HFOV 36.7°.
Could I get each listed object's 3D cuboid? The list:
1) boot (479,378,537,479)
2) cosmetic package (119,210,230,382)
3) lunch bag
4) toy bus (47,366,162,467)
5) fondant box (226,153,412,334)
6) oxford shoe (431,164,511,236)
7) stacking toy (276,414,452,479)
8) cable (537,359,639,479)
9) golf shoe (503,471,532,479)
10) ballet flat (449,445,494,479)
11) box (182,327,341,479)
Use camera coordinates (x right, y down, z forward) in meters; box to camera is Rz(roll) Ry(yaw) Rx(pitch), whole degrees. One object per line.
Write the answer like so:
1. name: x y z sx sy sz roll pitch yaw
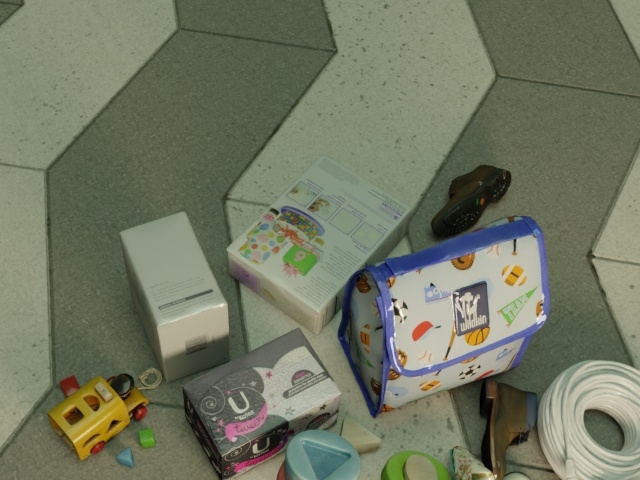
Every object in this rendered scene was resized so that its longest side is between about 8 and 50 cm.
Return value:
1. boot: 0.354 0.354 1.785 0.106 0.082 0.219 7 47 -1
2. cosmetic package: -0.276 0.109 1.834 0.138 0.224 0.225 -18 58 -15
3. lunch bag: 0.222 0.127 1.756 0.327 0.385 0.239 -17 58 -16
4. toy bus: -0.396 0.300 1.767 0.190 0.104 0.202 2 56 -3
5. fondant box: 0.000 0.000 2.007 0.238 0.096 0.330 33 59 18
6. oxford shoe: 0.310 -0.087 2.108 0.227 0.083 0.096 -38 46 -26
7. stacking toy: 0.100 0.394 1.658 0.309 0.130 0.279 28 34 16
8. cable: 0.532 0.350 1.791 0.257 0.089 0.257 -3 59 -13
9. golf shoe: 0.320 0.511 1.658 0.105 0.120 0.273 20 55 12
10. ballet flat: 0.267 0.437 1.675 0.077 0.091 0.241 -15 21 13
11. box: -0.106 0.301 1.762 0.247 0.142 0.163 -25 60 -19
